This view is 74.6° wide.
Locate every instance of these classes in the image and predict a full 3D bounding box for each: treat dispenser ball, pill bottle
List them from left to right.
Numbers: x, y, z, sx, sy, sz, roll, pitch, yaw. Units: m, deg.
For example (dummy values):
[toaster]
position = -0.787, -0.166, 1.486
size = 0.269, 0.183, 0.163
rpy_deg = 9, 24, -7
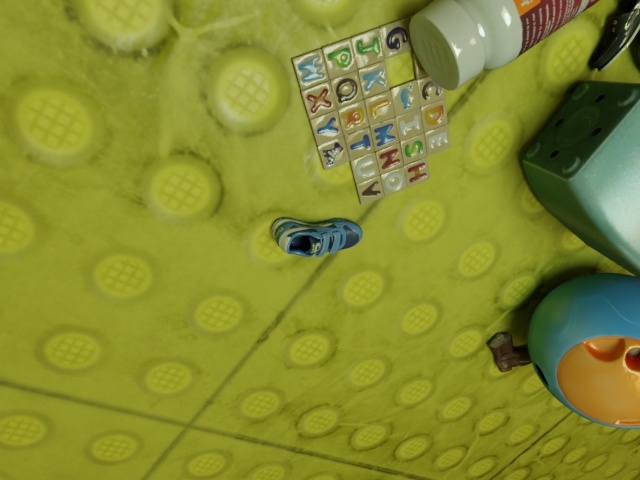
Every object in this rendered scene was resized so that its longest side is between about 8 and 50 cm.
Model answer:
[pill bottle]
position = 0.225, -0.284, 0.496
size = 0.221, 0.121, 0.121
rpy_deg = -35, 125, 2
[treat dispenser ball]
position = 0.559, 0.206, 0.808
size = 0.288, 0.288, 0.288
rpy_deg = -8, 123, -13

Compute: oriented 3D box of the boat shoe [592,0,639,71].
[boat shoe]
position = 0.438, -0.311, 0.602
size = 0.042, 0.049, 0.133
rpy_deg = 29, 122, 4

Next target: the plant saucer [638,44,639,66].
[plant saucer]
position = 0.612, -0.301, 0.548
size = 0.318, 0.043, 0.317
rpy_deg = -2, 158, -1

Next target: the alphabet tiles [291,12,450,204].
[alphabet tiles]
position = 0.086, -0.169, 0.594
size = 0.198, 0.009, 0.237
rpy_deg = -22, 124, -5

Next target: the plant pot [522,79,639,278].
[plant pot]
position = 0.468, -0.105, 0.625
size = 0.252, 0.248, 0.247
rpy_deg = 30, 109, -14

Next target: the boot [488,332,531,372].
[boot]
position = 0.435, 0.239, 0.945
size = 0.106, 0.037, 0.114
rpy_deg = -30, 120, -1

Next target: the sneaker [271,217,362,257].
[sneaker]
position = 0.000, 0.000, 0.638
size = 0.144, 0.059, 0.053
rpy_deg = -2, 119, -18
